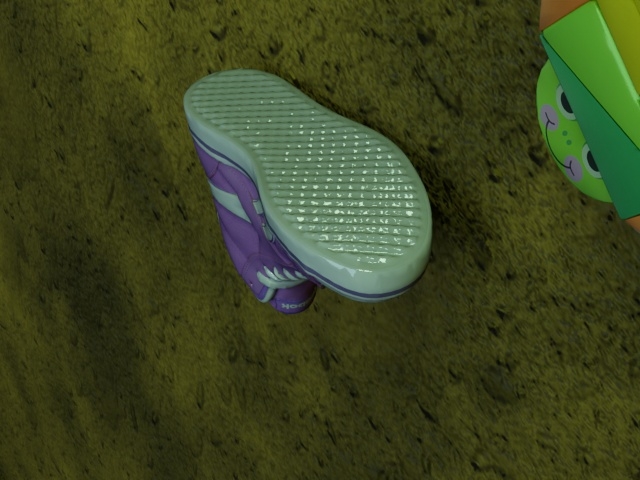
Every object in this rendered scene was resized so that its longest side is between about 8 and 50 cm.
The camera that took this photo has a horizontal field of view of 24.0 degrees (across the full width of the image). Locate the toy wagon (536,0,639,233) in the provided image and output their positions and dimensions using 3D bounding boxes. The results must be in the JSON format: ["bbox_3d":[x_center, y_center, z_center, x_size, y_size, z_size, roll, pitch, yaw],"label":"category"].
[{"bbox_3d":[0.183,-0.077,0.658,0.344,0.068,0.267,-27,86,63],"label":"toy wagon"}]

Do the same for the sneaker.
[{"bbox_3d":[0.001,0.000,1.040,0.282,0.102,0.161,-131,27,-53],"label":"sneaker"}]
